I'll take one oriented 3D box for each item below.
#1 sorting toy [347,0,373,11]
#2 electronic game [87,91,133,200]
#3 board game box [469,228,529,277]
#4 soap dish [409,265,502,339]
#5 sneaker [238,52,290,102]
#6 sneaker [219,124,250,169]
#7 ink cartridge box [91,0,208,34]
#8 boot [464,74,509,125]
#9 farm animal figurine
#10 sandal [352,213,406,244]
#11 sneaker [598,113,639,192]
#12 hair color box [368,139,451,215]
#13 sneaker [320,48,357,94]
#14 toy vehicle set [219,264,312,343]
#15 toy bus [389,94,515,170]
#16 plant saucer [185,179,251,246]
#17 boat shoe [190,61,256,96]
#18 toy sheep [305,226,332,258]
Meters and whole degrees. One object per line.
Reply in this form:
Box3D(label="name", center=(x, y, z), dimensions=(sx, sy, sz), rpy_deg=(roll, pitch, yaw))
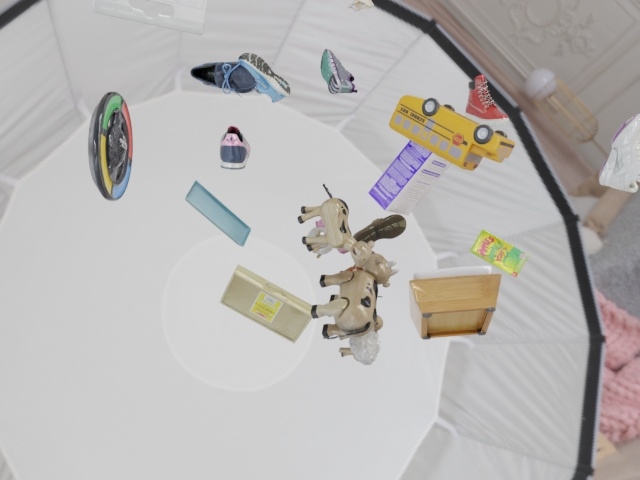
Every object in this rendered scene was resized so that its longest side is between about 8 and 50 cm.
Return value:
Box3D(label="sorting toy", center=(0.141, -0.885, 2.294), dimensions=(0.075, 0.045, 0.083), rpy_deg=(-27, -18, 38))
Box3D(label="electronic game", center=(-0.437, -0.197, 1.296), dimensions=(0.048, 0.230, 0.229), rpy_deg=(3, 0, -1))
Box3D(label="board game box", center=(0.622, 0.045, 2.138), dimensions=(0.092, 0.181, 0.043), rpy_deg=(-61, -13, 7))
Box3D(label="soap dish", center=(0.355, 0.173, 1.639), dimensions=(0.228, 0.118, 0.291), rpy_deg=(-5, -26, 6))
Box3D(label="sneaker", center=(-0.156, -0.418, 1.602), dimensions=(0.073, 0.162, 0.063), rpy_deg=(-34, 30, 29))
Box3D(label="sneaker", center=(-0.303, -0.356, 2.192), dimensions=(0.319, 0.112, 0.131), rpy_deg=(-109, 21, -64))
Box3D(label="ink cartridge box", center=(-0.440, -0.776, 1.635), dimensions=(0.307, 0.091, 0.385), rpy_deg=(3, -72, -29))
Box3D(label="boot", center=(0.633, -0.535, 2.337), dimensions=(0.088, 0.176, 0.244), rpy_deg=(-8, 24, -18))
Box3D(label="farm animal figurine", center=(0.082, 0.081, 1.401), dimensions=(0.172, 0.327, 0.330), rpy_deg=(-10, -36, 22))
Box3D(label="sandal", center=(0.200, -0.037, 2.138), dimensions=(0.219, 0.090, 0.060), rpy_deg=(-25, 33, -15))
Box3D(label="sneaker", center=(1.026, -0.282, 2.009), dimensions=(0.114, 0.152, 0.305), rpy_deg=(-44, -31, -25))
Box3D(label="hair color box", center=(0.338, -0.251, 2.123), dimensions=(0.339, 0.110, 0.185), rpy_deg=(-50, -27, 21))
Box3D(label="sneaker", center=(0.065, -0.596, 2.193), dimensions=(0.098, 0.224, 0.083), rpy_deg=(3, -38, -22))
Box3D(label="toy vehicle set", center=(-0.159, 0.193, 1.826), dimensions=(0.166, 0.266, 0.035), rpy_deg=(-57, 5, 45))
Box3D(label="toy bus", center=(0.353, -0.293, 1.671), dimensions=(0.108, 0.332, 0.130), rpy_deg=(2, -61, -51))
Box3D(label="plant saucer", center=(-0.252, -0.063, 1.511), dimensions=(0.018, 0.192, 0.067), rpy_deg=(-27, 31, 39))
Box3D(label="boat shoe", center=(-0.280, -0.474, 1.804), dimensions=(0.258, 0.109, 0.089), rpy_deg=(7, 16, 38))
Box3D(label="toy sheep", center=(0.000, 0.000, 1.773), dimensions=(0.091, 0.091, 0.132), rpy_deg=(-42, -15, -4))
